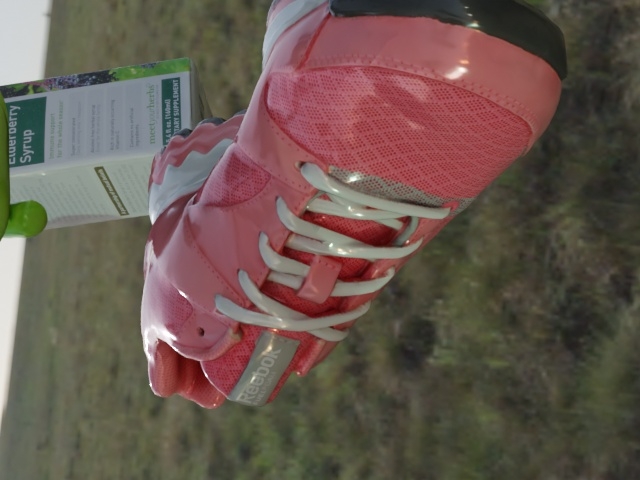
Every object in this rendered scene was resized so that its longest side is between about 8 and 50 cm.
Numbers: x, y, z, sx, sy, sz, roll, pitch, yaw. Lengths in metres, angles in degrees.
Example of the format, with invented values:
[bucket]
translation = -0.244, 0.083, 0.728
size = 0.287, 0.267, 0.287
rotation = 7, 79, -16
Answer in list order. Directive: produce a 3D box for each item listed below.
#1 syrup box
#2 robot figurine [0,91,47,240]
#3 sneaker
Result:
[syrup box]
translation = -0.212, -0.075, 1.017
size = 0.096, 0.236, 0.093
rotation = 75, -171, -60
[robot figurine]
translation = -0.150, -0.030, 0.448
size = 0.101, 0.067, 0.115
rotation = 52, -167, -39
[sneaker]
translation = 0.000, 0.000, 0.500
size = 0.314, 0.116, 0.136
rotation = 145, 139, -62
